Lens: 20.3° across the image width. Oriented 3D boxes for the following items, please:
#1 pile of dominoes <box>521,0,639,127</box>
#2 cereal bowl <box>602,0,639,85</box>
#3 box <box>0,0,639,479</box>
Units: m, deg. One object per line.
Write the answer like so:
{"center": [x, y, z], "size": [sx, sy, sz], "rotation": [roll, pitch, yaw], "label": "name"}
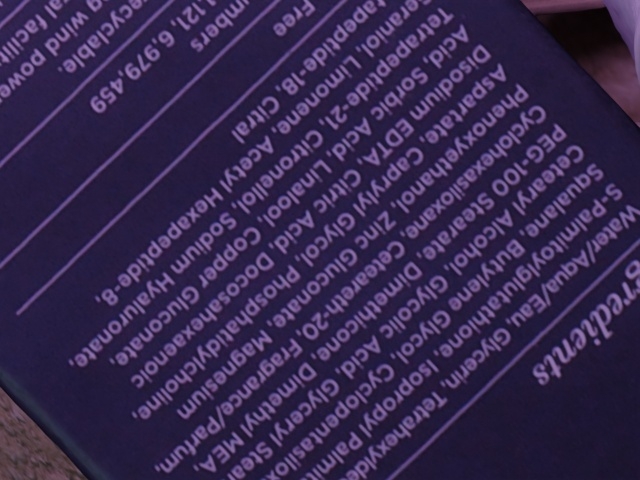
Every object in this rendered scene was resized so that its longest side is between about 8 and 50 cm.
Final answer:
{"center": [0.090, -0.119, 0.826], "size": [0.251, 0.040, 0.196], "rotation": [1, 124, 42], "label": "pile of dominoes"}
{"center": [0.197, -0.060, 0.529], "size": [0.339, 0.141, 0.339], "rotation": [43, 169, 11], "label": "cereal bowl"}
{"center": [0.000, 0.000, 0.708], "size": [0.395, 0.212, 0.293], "rotation": [46, -179, 0], "label": "box"}
